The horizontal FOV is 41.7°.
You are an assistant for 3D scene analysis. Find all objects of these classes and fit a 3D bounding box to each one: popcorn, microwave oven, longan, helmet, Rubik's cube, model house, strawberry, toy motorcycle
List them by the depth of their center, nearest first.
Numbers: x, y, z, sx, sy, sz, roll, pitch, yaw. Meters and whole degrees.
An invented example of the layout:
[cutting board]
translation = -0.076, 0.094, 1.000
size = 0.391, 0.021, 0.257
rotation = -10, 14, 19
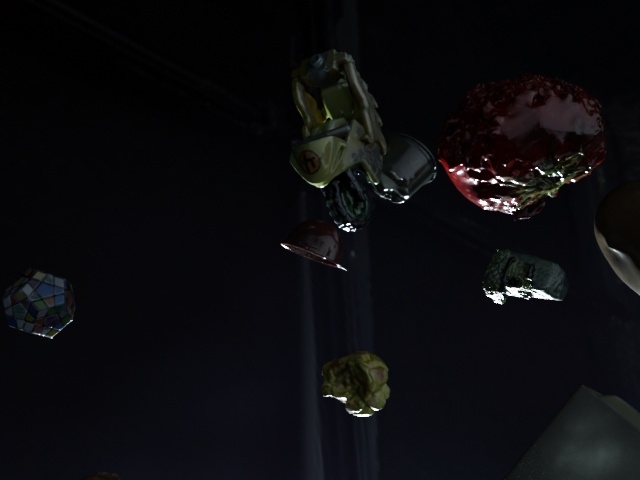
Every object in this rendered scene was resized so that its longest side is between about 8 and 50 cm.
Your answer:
[model house]
translation = 0.251, 0.050, 1.022
size = 0.079, 0.083, 0.066
rotation = 42, -114, -54
[helmet]
translation = 0.000, 0.000, 1.248
size = 0.089, 0.111, 0.057
rotation = 35, -104, -52
[Rubik's cube]
translation = -0.423, 0.094, 1.269
size = 0.111, 0.111, 0.093
rotation = 30, -105, -43
[popcorn]
translation = 0.054, 0.213, 1.290
size = 0.089, 0.109, 0.097
rotation = 39, -102, -30
[strawberry]
translation = 0.318, -0.176, 1.400
size = 0.274, 0.274, 0.220
rotation = 23, -139, -47
[toy motorcycle]
translation = 0.035, -0.228, 1.782
size = 0.237, 0.168, 0.410
rotation = 42, -139, -46
[longan]
translation = 0.760, 0.005, 1.826
size = 0.288, 0.350, 0.288
rotation = -25, -45, -27
[microwave oven]
translation = 0.682, 0.573, 1.865
size = 0.432, 0.374, 0.236
rotation = 41, -172, 30

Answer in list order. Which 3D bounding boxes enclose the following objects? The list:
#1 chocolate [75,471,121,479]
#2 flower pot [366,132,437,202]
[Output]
[chocolate]
translation = -0.368, 0.475, 1.299
size = 0.157, 0.254, 0.080
rotation = -15, -135, -34
[flower pot]
translation = 0.181, -0.163, 1.982
size = 0.107, 0.157, 0.157
rotation = -48, -63, -28
